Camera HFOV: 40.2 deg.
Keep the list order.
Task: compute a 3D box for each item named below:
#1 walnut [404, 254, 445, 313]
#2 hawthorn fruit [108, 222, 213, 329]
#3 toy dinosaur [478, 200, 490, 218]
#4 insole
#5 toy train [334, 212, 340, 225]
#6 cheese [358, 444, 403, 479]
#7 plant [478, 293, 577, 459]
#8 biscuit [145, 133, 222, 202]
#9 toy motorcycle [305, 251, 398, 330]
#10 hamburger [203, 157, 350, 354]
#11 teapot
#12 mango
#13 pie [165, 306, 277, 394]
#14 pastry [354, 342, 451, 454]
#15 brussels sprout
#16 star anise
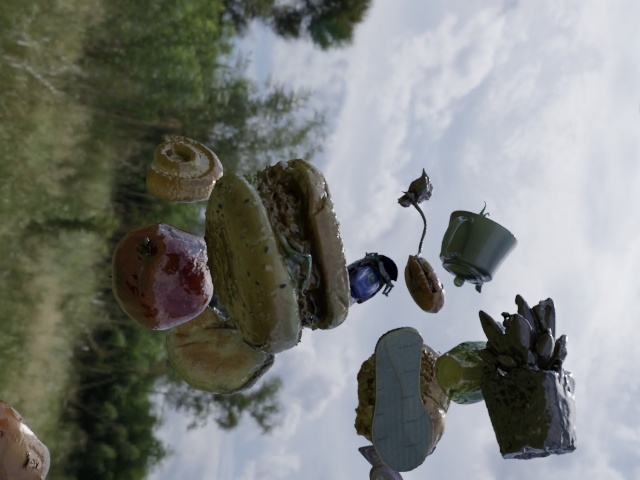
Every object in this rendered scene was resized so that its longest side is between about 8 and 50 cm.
[{"bbox_3d":[0.316,0.130,2.681,0.207,0.115,0.116,67,-30,27],"label":"walnut"},{"bbox_3d":[-0.334,0.059,1.797,0.261,0.224,0.224,65,23,-58],"label":"hawthorn fruit"},{"bbox_3d":[0.416,-0.057,2.297,0.021,0.062,0.083,-176,-111,-70],"label":"toy dinosaur"},{"bbox_3d":[0.143,0.291,1.542,0.009,0.118,0.349,-117,-162,-55],"label":"insole"},{"bbox_3d":[0.000,0.000,1.981,0.087,0.050,0.138,-98,-149,-50],"label":"toy train"},{"bbox_3d":[0.182,0.674,2.539,0.191,0.105,0.042,66,27,-12],"label":"cheese"},{"bbox_3d":[0.419,0.280,1.794,0.181,0.194,0.321,-21,-117,32],"label":"plant"},{"bbox_3d":[-0.384,-0.209,2.516,0.274,0.213,0.091,-94,-160,-54],"label":"biscuit"},{"bbox_3d":[0.052,0.098,1.732,0.168,0.315,0.113,-21,-80,40],"label":"toy motorcycle"},{"bbox_3d":[-0.080,0.007,1.500,0.318,0.195,0.277,-126,-152,-44],"label":"hamburger"},{"bbox_3d":[0.326,0.032,1.923,0.162,0.239,0.149,20,-104,36],"label":"teapot"},{"bbox_3d":[-0.571,0.377,1.531,0.249,0.155,0.151,78,22,-44],"label":"mango"},{"bbox_3d":[-0.275,0.283,2.427,0.075,0.337,0.338,77,14,-63],"label":"pie"},{"bbox_3d":[0.203,0.404,2.232,0.255,0.162,0.311,4,-98,33],"label":"pastry"},{"bbox_3d":[0.340,0.299,1.973,0.161,0.180,0.144,-7,-97,62],"label":"brussels sprout"},{"bbox_3d":[0.308,-0.075,2.580,0.227,0.218,0.148,58,-33,21],"label":"star anise"}]
